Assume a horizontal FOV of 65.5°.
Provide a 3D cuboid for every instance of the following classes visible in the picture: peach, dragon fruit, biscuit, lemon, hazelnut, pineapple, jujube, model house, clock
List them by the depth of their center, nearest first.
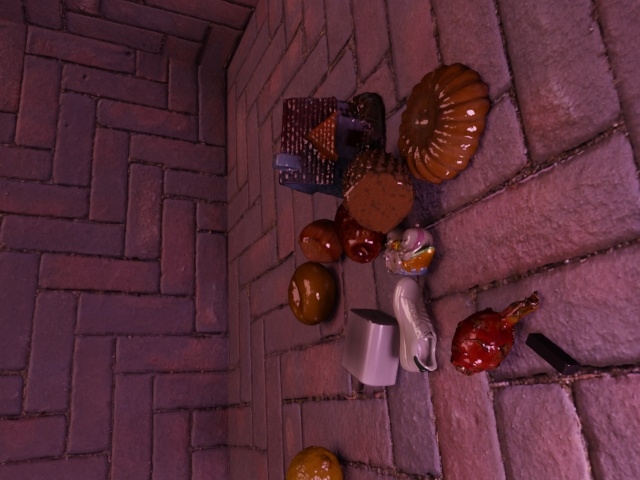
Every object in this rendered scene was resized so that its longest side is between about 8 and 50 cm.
[{"bbox_3d":[0.384,0.198,1.092,0.246,0.126,0.125,-52,25,27],"label":"dragon fruit"},{"bbox_3d":[0.313,-0.320,1.353,0.326,0.107,0.325,-28,58,58],"label":"biscuit"},{"bbox_3d":[0.248,0.027,1.414,0.231,0.104,0.144,176,90,-66],"label":"clock"},{"bbox_3d":[0.162,-0.190,1.453,0.361,0.202,0.201,-86,16,-56],"label":"pineapple"},{"bbox_3d":[0.133,-0.043,1.536,0.255,0.190,0.189,-77,10,-54],"label":"jujube"},{"bbox_3d":[-0.022,0.820,1.727,0.231,0.193,0.192,-58,36,38],"label":"lemon"},{"bbox_3d":[0.006,-0.352,1.729,0.297,0.339,0.359,168,105,-66],"label":"model house"},{"bbox_3d":[0.000,0.000,1.870,0.182,0.182,0.181,-175,90,-65],"label":"hazelnut"},{"bbox_3d":[-0.037,0.208,1.933,0.251,0.153,0.250,-172,90,-71],"label":"peach"}]

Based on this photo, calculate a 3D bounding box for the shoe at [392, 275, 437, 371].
[{"bbox_3d":[0.269,0.229,1.351,0.110,0.095,0.264,-5,89,64],"label":"shoe"}]

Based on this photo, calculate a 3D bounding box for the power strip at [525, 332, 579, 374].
[{"bbox_3d":[0.463,0.227,1.000,0.111,0.038,0.029,-129,49,-58],"label":"power strip"}]

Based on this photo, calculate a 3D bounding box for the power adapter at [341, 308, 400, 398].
[{"bbox_3d":[0.155,0.352,1.528,0.187,0.124,0.254,-161,77,-66],"label":"power adapter"}]
